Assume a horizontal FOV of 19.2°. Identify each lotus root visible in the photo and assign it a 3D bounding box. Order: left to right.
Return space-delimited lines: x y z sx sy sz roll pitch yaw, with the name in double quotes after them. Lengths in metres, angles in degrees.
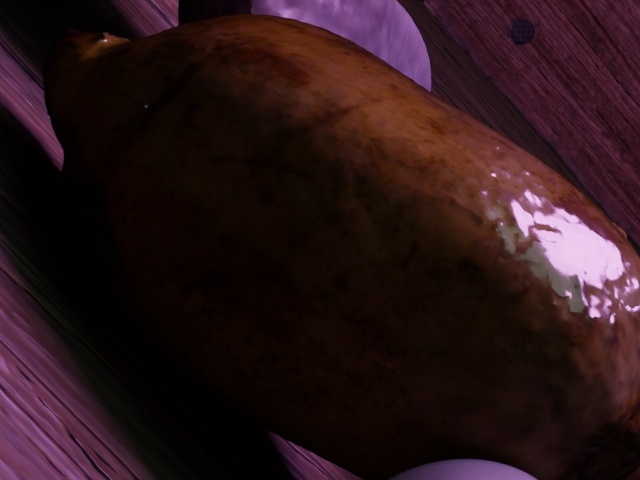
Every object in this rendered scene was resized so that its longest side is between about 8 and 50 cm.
0.000 0.000 0.649 0.260 0.128 0.145 35 -2 21 "lotus root"

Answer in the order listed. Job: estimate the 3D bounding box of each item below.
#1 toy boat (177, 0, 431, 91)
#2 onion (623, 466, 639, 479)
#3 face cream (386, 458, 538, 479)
0.002 -0.150 0.873 0.276 0.111 0.293 1 95 -78 "toy boat"
0.160 0.101 0.752 0.246 0.190 0.246 11 20 -4 "onion"
0.044 0.119 0.550 0.091 0.091 0.095 43 22 -31 "face cream"
